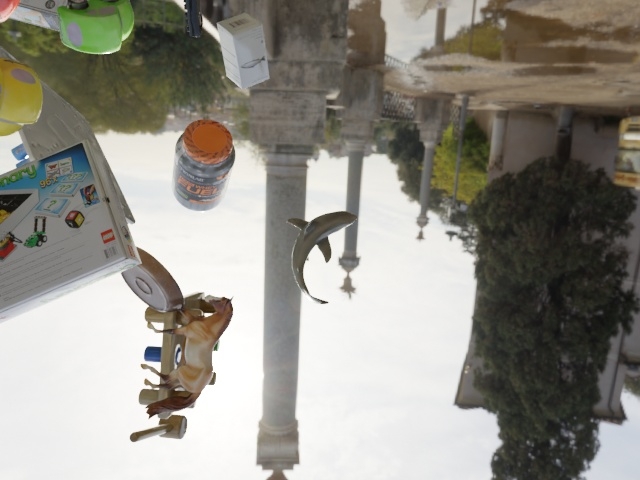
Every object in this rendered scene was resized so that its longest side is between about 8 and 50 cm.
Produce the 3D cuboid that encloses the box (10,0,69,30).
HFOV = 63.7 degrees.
[{"bbox_3d":[-0.832,-0.721,1.480,0.290,0.169,0.087,14,167,-1],"label":"box"}]

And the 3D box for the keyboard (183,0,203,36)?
[{"bbox_3d":[-0.189,-0.388,0.731,0.023,0.180,0.108,-4,-147,-7],"label":"keyboard"}]

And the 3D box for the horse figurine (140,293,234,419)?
[{"bbox_3d":[-0.270,0.228,1.034,0.175,0.263,0.066,8,174,10],"label":"horse figurine"}]

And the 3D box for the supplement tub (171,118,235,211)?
[{"bbox_3d":[-0.391,-0.246,1.713,0.194,0.193,0.316,-2,155,-20],"label":"supplement tub"}]

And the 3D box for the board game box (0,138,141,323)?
[{"bbox_3d":[-0.433,0.002,0.735,0.305,0.193,0.053,-23,169,0],"label":"board game box"}]

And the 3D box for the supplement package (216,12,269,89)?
[{"bbox_3d":[-0.234,-0.578,1.575,0.105,0.179,0.105,-31,-126,-21],"label":"supplement package"}]

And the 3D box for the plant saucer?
[{"bbox_3d":[-0.343,0.084,1.024,0.168,0.168,0.029,10,-138,34],"label":"plant saucer"}]

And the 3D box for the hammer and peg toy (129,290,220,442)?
[{"bbox_3d":[-0.324,0.309,1.204,0.127,0.361,0.266,4,179,2],"label":"hammer and peg toy"}]

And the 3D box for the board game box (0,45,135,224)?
[{"bbox_3d":[-0.635,-0.240,1.249,0.050,0.390,0.390,-32,160,0],"label":"board game box"}]

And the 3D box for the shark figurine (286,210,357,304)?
[{"bbox_3d":[-0.023,0.014,1.220,0.166,0.278,0.116,18,151,3],"label":"shark figurine"}]

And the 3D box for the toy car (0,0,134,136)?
[{"bbox_3d":[-0.303,-0.233,0.588,0.053,0.239,0.225,40,-130,17],"label":"toy car"}]
